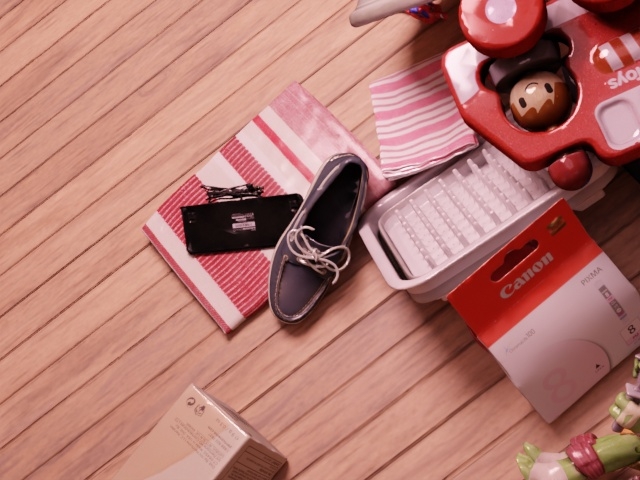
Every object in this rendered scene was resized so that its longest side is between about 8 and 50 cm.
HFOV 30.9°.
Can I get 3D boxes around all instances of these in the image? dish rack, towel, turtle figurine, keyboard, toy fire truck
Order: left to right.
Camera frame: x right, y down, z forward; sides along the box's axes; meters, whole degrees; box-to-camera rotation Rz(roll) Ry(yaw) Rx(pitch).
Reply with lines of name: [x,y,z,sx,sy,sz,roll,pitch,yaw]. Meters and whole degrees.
keyboard: [-0.107,-0.037,1.670,0.192,0.038,0.100,-5,94,16]
towel: [-0.080,-0.050,1.695,0.329,0.037,0.237,-43,64,1]
towel: [0.142,-0.182,1.640,0.144,0.029,0.197,-21,51,19]
dish rack: [0.219,-0.051,1.508,0.333,0.072,0.285,-34,24,4]
toy fire truck: [0.306,-0.199,1.348,0.302,0.169,0.254,-24,70,11]
turtle figurine: [0.350,0.188,1.352,0.266,0.275,0.198,-28,24,14]

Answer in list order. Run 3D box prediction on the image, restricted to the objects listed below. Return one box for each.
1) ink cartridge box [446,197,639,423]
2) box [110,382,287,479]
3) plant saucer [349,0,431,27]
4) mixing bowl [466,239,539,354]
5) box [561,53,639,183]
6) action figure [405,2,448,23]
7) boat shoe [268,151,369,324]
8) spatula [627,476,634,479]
ink cartridge box: [0.286,0.091,1.400,0.189,0.232,0.066,-41,39,1]
box: [-0.203,0.356,1.512,0.121,0.148,0.311,37,83,29]
plant saucer: [0.215,-0.392,1.534,0.400,0.400,0.100,-18,99,12]
mixing bowl: [0.263,0.061,1.492,0.181,0.098,0.181,-7,66,16]
box: [0.534,-0.178,1.446,0.312,0.179,0.343,-38,61,1]
action figure: [0.142,-0.352,1.743,0.115,0.030,0.038,24,73,24]
boat shoe: [0.000,0.000,1.591,0.095,0.079,0.254,28,92,-9]
spatula: [0.459,0.340,1.357,0.242,0.019,0.168,32,83,31]
